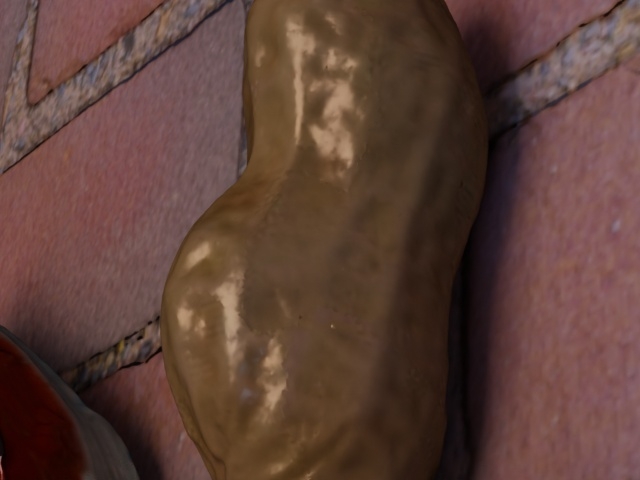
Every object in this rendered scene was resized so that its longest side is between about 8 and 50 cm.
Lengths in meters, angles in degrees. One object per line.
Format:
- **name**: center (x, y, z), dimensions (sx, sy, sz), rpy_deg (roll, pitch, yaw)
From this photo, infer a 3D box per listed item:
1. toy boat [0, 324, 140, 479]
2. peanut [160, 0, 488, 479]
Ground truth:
- **toy boat**: center (-0.185, 0.120, 1.009), dimensions (0.332, 0.133, 0.145), rpy_deg (35, 97, 47)
- **peanut**: center (0.000, 0.000, 0.786), dimensions (0.111, 0.125, 0.274), rpy_deg (137, 144, -65)
